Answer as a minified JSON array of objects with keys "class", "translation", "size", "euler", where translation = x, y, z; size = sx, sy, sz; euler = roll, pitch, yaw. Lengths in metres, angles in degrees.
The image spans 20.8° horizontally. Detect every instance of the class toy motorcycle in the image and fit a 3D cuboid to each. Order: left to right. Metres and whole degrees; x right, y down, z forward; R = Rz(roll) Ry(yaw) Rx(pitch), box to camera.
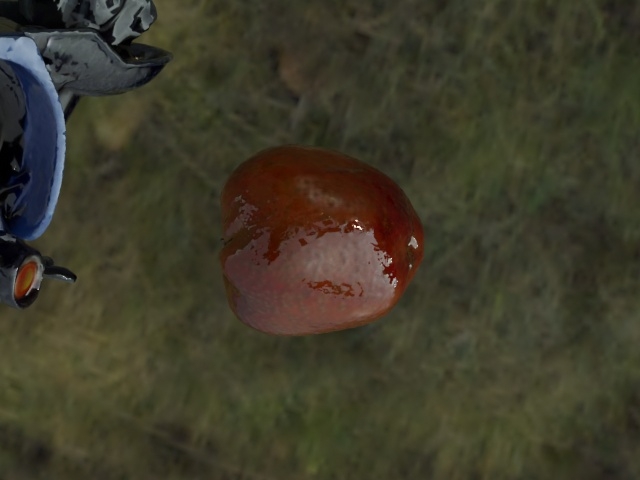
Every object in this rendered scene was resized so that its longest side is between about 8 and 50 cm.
[{"class":"toy motorcycle","translation":[-0.236,-0.056,0.892],"size":[0.358,0.213,0.125],"euler":[-7,-157,-36]}]

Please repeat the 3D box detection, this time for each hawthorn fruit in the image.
[{"class":"hawthorn fruit","translation":[0.000,0.000,1.161],"size":[0.138,0.133,0.133],"euler":[0,147,6]}]
